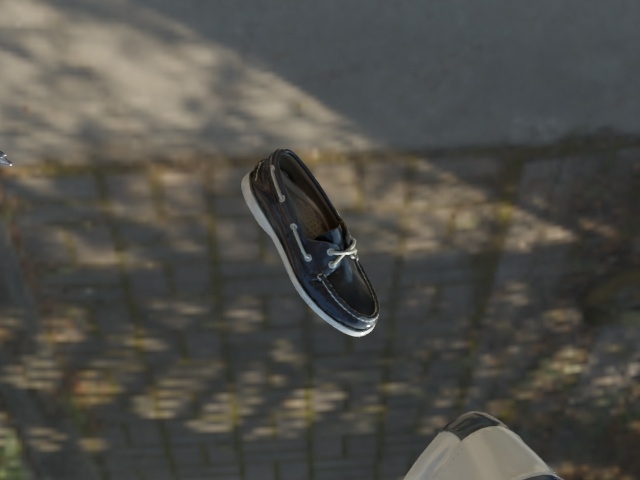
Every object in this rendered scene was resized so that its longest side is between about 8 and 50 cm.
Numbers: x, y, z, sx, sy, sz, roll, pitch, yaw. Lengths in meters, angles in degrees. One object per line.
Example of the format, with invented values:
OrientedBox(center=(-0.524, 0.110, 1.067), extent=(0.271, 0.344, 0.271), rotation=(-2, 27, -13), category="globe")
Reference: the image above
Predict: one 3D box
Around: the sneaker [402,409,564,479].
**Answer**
OrientedBox(center=(0.038, 0.189, 0.758), extent=(0.094, 0.091, 0.258), rotation=(15, 119, -34), category="sneaker")

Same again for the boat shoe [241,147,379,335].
OrientedBox(center=(0.000, 0.000, 1.023), extent=(0.046, 0.125, 0.038), rotation=(-21, 164, -46), category="boat shoe")

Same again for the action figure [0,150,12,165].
OrientedBox(center=(-0.381, -0.017, 1.585), extent=(0.164, 0.275, 0.141), rotation=(14, 125, -21), category="action figure")
